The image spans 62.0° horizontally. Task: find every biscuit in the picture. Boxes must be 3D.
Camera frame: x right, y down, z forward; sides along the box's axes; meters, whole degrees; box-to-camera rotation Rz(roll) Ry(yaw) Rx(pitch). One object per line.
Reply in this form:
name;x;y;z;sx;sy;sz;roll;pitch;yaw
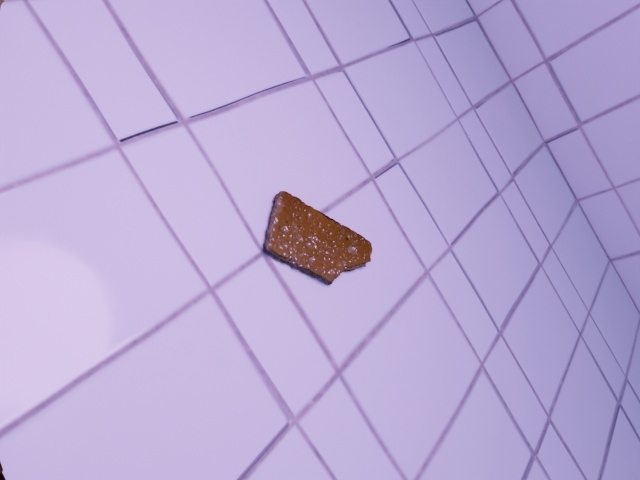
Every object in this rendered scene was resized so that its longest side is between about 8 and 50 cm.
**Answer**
biscuit;0.002;0.012;0.986;0.237;0.026;0.131;30;55;-31

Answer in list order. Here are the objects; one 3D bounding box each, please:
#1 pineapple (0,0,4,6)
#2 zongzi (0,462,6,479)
pineapple;-0.526;-0.333;0.524;0.344;0.209;0.286;46;47;-20
zongzi;-0.340;0.214;0.536;0.247;0.111;0.241;51;33;-23
